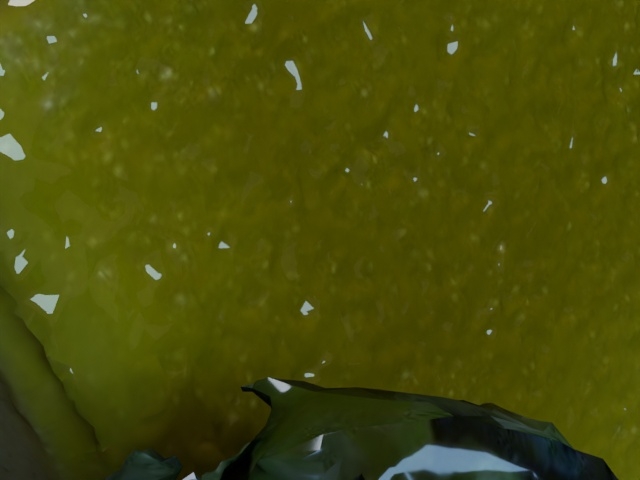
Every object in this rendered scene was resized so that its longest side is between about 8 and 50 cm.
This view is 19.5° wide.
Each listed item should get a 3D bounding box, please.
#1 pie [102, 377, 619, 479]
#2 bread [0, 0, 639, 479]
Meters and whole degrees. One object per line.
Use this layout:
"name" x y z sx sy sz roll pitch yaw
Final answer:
"pie" -0.013 0.212 0.495 0.296 0.078 0.371 28 104 -28
"bread" 0.000 0.000 0.595 0.323 0.143 0.333 -47 124 -35
